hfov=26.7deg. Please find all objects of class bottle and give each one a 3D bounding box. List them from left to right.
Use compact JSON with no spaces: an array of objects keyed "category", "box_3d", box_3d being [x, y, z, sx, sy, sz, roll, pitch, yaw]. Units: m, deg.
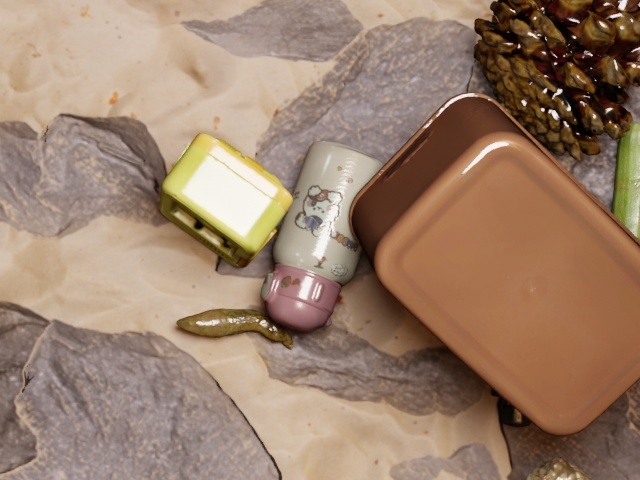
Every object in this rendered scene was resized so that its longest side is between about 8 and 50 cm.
[{"category":"bottle","box_3d":[0.000,0.000,1.681,0.110,0.110,0.233,21,79,-5]}]

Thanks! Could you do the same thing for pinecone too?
[{"category":"pinecone","box_3d":[0.311,-0.240,1.703,0.243,0.243,0.257,24,79,-4]}]

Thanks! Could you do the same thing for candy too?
[{"category":"candy","box_3d":[0.309,0.332,1.691,0.110,0.085,0.095,30,69,1]}]

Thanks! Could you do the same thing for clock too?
[{"category":"clock","box_3d":[-0.116,-0.046,1.623,0.143,0.202,0.096,34,79,-3]}]

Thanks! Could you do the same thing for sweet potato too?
[{"category":"sweet potato","box_3d":[-0.105,0.106,1.688,0.153,0.038,0.041,9,104,-15]}]

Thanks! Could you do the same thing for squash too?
[{"category":"squash","box_3d":[0.413,-0.041,1.770,0.066,0.066,0.229,7,81,-7]}]

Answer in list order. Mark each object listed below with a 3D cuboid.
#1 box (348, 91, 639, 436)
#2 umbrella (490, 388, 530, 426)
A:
[{"category":"box","box_3d":[0.224,0.027,1.540,0.339,0.229,0.239,43,98,-12]},{"category":"umbrella","box_3d":[0.261,0.126,1.726,0.071,0.080,0.224,7,83,-44]}]
